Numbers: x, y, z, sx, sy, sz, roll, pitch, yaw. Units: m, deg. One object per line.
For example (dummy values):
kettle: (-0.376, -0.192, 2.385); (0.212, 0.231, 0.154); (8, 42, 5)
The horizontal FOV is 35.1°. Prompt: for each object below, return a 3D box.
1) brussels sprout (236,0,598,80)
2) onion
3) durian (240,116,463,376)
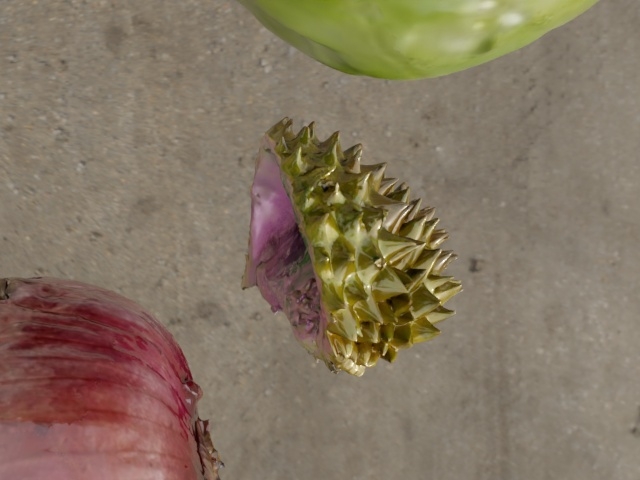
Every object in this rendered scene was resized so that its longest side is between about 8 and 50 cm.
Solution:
brussels sprout: (0.051, -0.232, 0.502); (0.327, 0.247, 0.328); (0, 113, 0)
onion: (-0.184, 0.102, 0.390); (0.283, 0.227, 0.120); (-27, 106, -5)
durian: (0.009, -0.012, 0.755); (0.153, 0.260, 0.187); (-33, 124, -7)
